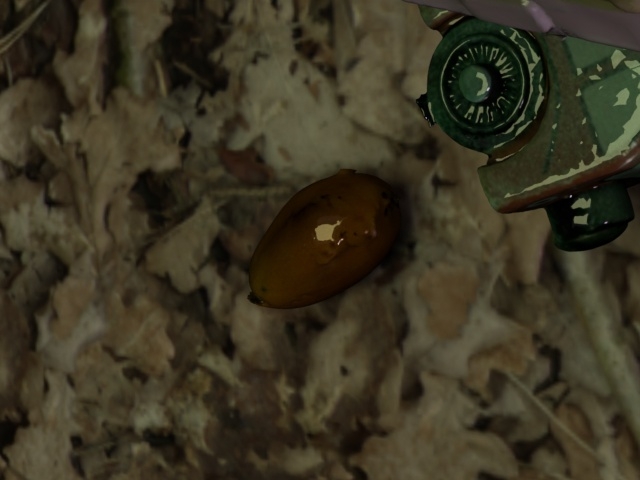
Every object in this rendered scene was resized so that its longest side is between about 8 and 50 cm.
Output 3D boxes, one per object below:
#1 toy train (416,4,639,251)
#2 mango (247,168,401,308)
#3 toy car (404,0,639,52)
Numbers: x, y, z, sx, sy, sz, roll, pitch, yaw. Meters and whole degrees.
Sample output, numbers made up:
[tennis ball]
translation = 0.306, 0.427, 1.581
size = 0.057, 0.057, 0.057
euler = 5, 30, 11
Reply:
[toy train]
translation = 0.119, -0.160, 1.041
size = 0.159, 0.129, 0.326
euler = -24, 79, 33
[mango]
translation = 0.000, 0.000, 1.188
size = 0.127, 0.077, 0.063
euler = -41, 67, 42
[toy car]
translation = 0.125, -0.274, 0.821
size = 0.242, 0.226, 0.336
euler = 19, 72, 39
